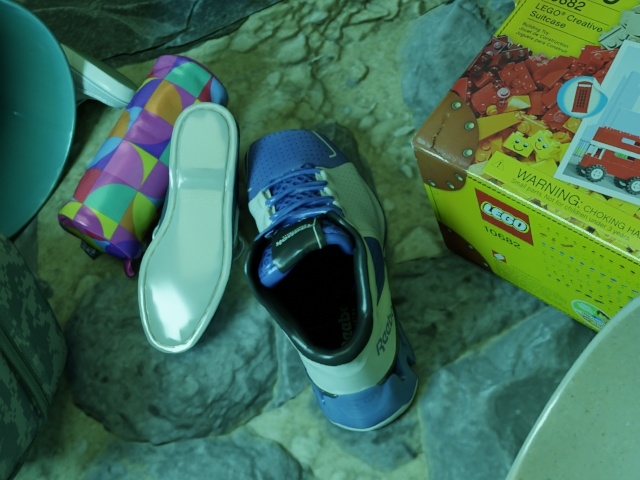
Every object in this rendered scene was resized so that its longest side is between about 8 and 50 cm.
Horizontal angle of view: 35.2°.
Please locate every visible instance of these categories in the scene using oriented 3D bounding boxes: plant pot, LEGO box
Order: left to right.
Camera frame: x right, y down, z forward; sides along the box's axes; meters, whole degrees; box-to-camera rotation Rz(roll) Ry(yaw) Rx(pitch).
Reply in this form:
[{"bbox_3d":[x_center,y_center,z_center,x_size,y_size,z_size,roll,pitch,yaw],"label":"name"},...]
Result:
[{"bbox_3d":[-0.456,-0.151,1.100,0.235,0.293,0.293,25,71,32],"label":"plant pot"},{"bbox_3d":[0.392,-0.065,0.836,0.500,0.193,0.372,30,74,29],"label":"LEGO box"}]

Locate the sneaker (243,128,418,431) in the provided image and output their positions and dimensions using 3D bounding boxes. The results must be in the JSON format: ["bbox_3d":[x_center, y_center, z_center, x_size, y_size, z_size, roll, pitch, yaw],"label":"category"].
[{"bbox_3d":[0.000,0.001,0.928,0.127,0.182,0.315,-20,58,4],"label":"sneaker"}]

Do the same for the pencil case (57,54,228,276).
[{"bbox_3d":[-0.188,-0.085,1.089,0.104,0.104,0.236,19,71,26],"label":"pencil case"}]

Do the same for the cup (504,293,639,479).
[{"bbox_3d":[0.256,0.231,0.671,0.237,0.331,0.331,29,72,4],"label":"cup"}]

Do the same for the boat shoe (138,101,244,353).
[{"bbox_3d":[-0.128,-0.011,1.030,0.095,0.079,0.254,3,82,6],"label":"boat shoe"}]

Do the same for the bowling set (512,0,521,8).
[{"bbox_3d":[0.209,-0.369,1.116,0.154,0.200,0.287,40,75,-10],"label":"bowling set"}]

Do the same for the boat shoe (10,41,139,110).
[{"bbox_3d":[-0.310,-0.192,1.205,0.227,0.079,0.081,28,97,26],"label":"boat shoe"}]

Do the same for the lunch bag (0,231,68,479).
[{"bbox_3d":[-0.410,0.144,0.922,0.305,0.212,0.256,-6,40,11],"label":"lunch bag"}]
